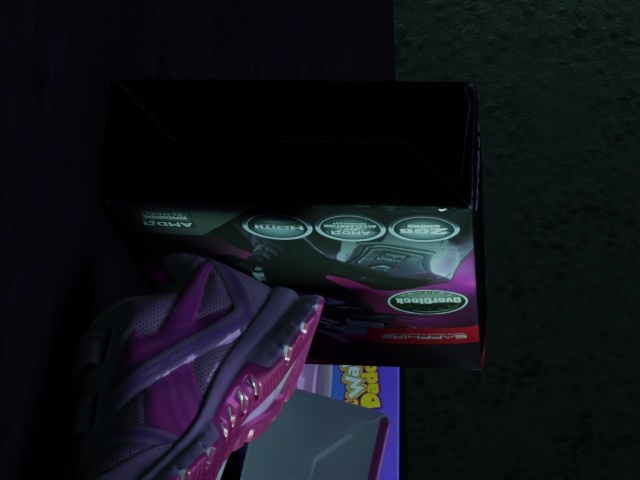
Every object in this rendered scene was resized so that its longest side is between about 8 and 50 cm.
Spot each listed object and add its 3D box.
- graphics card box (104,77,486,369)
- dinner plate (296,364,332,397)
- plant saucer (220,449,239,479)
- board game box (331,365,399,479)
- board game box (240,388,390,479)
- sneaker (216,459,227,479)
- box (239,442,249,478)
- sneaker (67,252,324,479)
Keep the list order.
[{"bbox_3d":[0.000,0.000,1.278,0.371,0.233,0.094,76,17,-69],"label":"graphics card box"},{"bbox_3d":[-0.004,0.131,1.656,0.141,0.017,0.141,5,90,-81],"label":"dinner plate"},{"bbox_3d":[-0.088,0.195,1.406,0.195,0.037,0.195,2,90,-83],"label":"plant saucer"},{"bbox_3d":[0.024,0.160,1.907,0.347,0.078,0.233,-132,-138,-83],"label":"board game box"},{"bbox_3d":[-0.024,0.245,1.321,0.303,0.097,0.224,101,3,-75],"label":"board game box"},{"bbox_3d":[-0.097,0.138,1.171,0.232,0.090,0.115,-63,161,-55],"label":"sneaker"},{"bbox_3d":[-0.049,0.172,1.643,0.293,0.057,0.201,-54,144,-79],"label":"box"},{"bbox_3d":[-0.101,0.101,1.033,0.252,0.111,0.103,-50,164,-45],"label":"sneaker"}]
